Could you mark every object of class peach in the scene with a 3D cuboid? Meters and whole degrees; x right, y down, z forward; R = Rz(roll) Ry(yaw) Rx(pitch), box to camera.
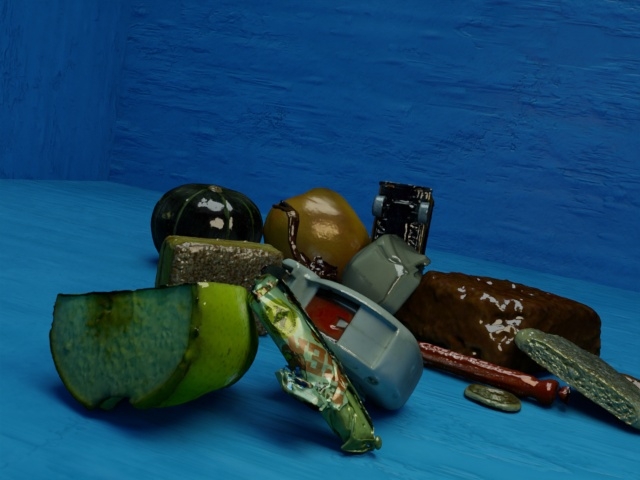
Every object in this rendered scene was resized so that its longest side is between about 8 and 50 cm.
[{"bbox_3d":[-0.003,0.002,1.964,0.289,0.308,0.289,-29,-6,-3],"label":"peach"}]

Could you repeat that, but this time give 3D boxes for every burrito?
[{"bbox_3d":[-0.020,0.171,0.904,0.054,0.288,0.104,-38,-6,35],"label":"burrito"}]

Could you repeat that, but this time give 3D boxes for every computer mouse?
[{"bbox_3d":[0.130,0.085,1.574,0.145,0.228,0.429,39,7,3],"label":"computer mouse"}]

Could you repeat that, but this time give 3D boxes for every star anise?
[{"bbox_3d":[-0.073,0.062,1.507,0.237,0.346,0.148,-9,-29,13],"label":"star anise"}]

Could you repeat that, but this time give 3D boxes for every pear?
[{"bbox_3d":[-0.208,0.147,0.963,0.292,0.159,0.292,-3,-6,0],"label":"pear"}]

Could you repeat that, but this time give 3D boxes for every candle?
[{"bbox_3d":[0.307,0.251,1.286,0.329,0.051,0.048,14,7,31],"label":"candle"}]

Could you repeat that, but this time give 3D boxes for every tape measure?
[{"bbox_3d":[0.032,0.161,1.054,0.246,0.125,0.243,23,-20,38],"label":"tape measure"}]

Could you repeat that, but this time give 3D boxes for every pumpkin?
[{"bbox_3d":[-0.319,-0.037,1.908,0.323,0.241,0.323,8,7,-1],"label":"pumpkin"}]

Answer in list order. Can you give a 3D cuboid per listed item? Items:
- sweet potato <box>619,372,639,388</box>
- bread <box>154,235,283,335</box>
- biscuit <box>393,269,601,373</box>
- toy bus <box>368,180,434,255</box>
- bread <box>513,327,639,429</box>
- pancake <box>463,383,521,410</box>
[{"bbox_3d":[0.631,0.301,1.332,0.202,0.055,0.058,19,40,42],"label":"sweet potato"},{"bbox_3d":[-0.204,0.088,1.337,0.234,0.184,0.110,7,4,-32],"label":"bread"},{"bbox_3d":[0.407,0.178,1.544,0.395,0.166,0.343,5,11,-40],"label":"biscuit"},{"bbox_3d":[0.217,0.015,1.883,0.162,0.323,0.194,10,-5,14],"label":"toy bus"},{"bbox_3d":[0.509,0.251,1.282,0.286,0.056,0.207,36,14,25],"label":"bread"},{"bbox_3d":[0.308,0.280,1.206,0.108,0.017,0.108,13,4,-1],"label":"pancake"}]
